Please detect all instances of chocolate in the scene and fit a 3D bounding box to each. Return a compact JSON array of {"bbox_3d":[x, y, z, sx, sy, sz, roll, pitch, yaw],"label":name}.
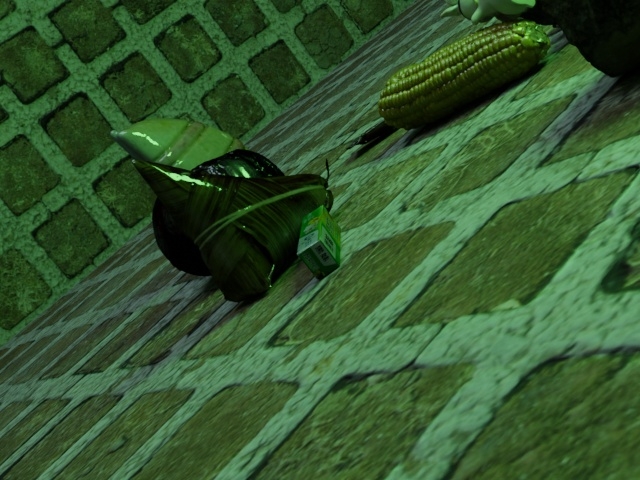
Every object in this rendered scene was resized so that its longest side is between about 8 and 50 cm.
[{"bbox_3d":[0.125,-0.206,1.732,0.182,0.028,0.086,-34,5,12],"label":"chocolate"}]

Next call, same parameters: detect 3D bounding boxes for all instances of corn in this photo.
[{"bbox_3d":[0.204,-0.247,1.477,0.313,0.102,0.102,-24,18,49],"label":"corn"}]

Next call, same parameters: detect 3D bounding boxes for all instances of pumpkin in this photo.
[{"bbox_3d":[-0.156,-0.045,1.592,0.233,0.163,0.233,-33,1,1],"label":"pumpkin"}]

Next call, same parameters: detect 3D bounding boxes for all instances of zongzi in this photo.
[{"bbox_3d":[-0.104,-0.076,1.365,0.111,0.241,0.248,-25,17,47],"label":"zongzi"}]

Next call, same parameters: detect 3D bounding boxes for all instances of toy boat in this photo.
[{"bbox_3d":[-0.196,-0.111,1.801,0.111,0.294,0.276,-25,1,43],"label":"toy boat"}]

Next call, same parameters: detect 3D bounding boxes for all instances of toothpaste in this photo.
[{"bbox_3d":[0.000,0.000,1.259,0.037,0.043,0.178,-32,12,9],"label":"toothpaste"}]

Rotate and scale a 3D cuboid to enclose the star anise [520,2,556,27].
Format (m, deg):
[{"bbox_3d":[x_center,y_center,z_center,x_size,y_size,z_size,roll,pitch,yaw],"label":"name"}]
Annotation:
[{"bbox_3d":[0.399,-0.392,1.445,0.236,0.109,0.223,-44,-2,-3],"label":"star anise"}]

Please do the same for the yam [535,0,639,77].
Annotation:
[{"bbox_3d":[0.371,-0.309,1.007,0.300,0.195,0.195,-28,15,33],"label":"yam"}]

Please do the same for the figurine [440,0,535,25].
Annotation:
[{"bbox_3d":[0.246,-0.335,1.428,0.081,0.098,0.146,-57,16,-22],"label":"figurine"}]

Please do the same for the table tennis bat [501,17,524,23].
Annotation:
[{"bbox_3d":[0.358,-0.405,1.838,0.234,0.022,0.131,-39,10,4],"label":"table tennis bat"}]
